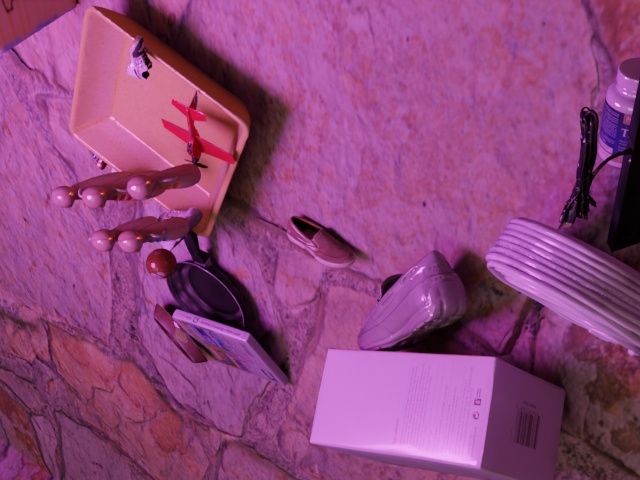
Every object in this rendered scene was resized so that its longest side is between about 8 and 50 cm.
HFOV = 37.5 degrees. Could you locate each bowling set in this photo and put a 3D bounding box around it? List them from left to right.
[{"bbox_3d":[-0.314,-0.020,1.576,0.287,0.154,0.200,-5,99,50],"label":"bowling set"}]

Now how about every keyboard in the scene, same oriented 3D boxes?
[{"bbox_3d":[0.363,-0.111,1.066,0.033,0.201,0.317,-120,19,-45],"label":"keyboard"}]

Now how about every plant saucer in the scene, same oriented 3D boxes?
[{"bbox_3d":[-0.265,-0.206,1.604,0.333,0.081,0.333,38,142,6],"label":"plant saucer"},{"bbox_3d":[-0.310,0.208,2.047,0.168,0.029,0.168,46,166,15],"label":"plant saucer"}]

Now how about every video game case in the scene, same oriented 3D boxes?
[{"bbox_3d":[-0.184,0.222,1.950,0.193,0.023,0.212,14,155,31],"label":"video game case"}]

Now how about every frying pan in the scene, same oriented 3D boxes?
[{"bbox_3d":[-0.252,0.062,1.880,0.197,0.053,0.326,4,129,40],"label":"frying pan"}]

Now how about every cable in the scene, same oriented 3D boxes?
[{"bbox_3d":[0.339,0.059,1.207,0.257,0.089,0.257,30,-179,2],"label":"cable"}]

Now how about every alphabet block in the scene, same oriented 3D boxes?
[{"bbox_3d":[-0.553,-0.440,1.537,0.192,0.193,0.197,15,135,30],"label":"alphabet block"}]

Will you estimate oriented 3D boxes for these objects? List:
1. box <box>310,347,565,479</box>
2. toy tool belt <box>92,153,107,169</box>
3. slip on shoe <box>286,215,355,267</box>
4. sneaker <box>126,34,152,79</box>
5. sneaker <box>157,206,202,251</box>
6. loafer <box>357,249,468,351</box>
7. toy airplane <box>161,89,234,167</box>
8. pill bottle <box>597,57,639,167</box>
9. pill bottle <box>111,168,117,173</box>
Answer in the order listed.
[{"bbox_3d":[0.188,0.288,1.544,0.345,0.168,0.215,-3,159,43],"label":"box"},{"bbox_3d":[-0.406,-0.167,1.768,0.051,0.083,0.052,32,134,10],"label":"toy tool belt"},{"bbox_3d":[0.000,0.000,1.598,0.135,0.051,0.041,33,146,25],"label":"slip on shoe"},{"bbox_3d":[-0.275,-0.282,1.452,0.037,0.032,0.083,25,147,1],"label":"sneaker"},{"bbox_3d":[-0.259,-0.028,1.665,0.061,0.053,0.152,49,144,-4],"label":"sneaker"},{"bbox_3d":[0.142,0.110,1.549,0.319,0.112,0.112,135,126,-59],"label":"loafer"},{"bbox_3d":[-0.199,-0.171,1.490,0.151,0.028,0.151,25,140,23],"label":"toy airplane"},{"bbox_3d":[0.365,-0.149,1.101,0.067,0.067,0.120,21,139,26],"label":"pill bottle"},{"bbox_3d":[-0.385,-0.123,1.825,0.043,0.043,0.083,36,143,8],"label":"pill bottle"}]
